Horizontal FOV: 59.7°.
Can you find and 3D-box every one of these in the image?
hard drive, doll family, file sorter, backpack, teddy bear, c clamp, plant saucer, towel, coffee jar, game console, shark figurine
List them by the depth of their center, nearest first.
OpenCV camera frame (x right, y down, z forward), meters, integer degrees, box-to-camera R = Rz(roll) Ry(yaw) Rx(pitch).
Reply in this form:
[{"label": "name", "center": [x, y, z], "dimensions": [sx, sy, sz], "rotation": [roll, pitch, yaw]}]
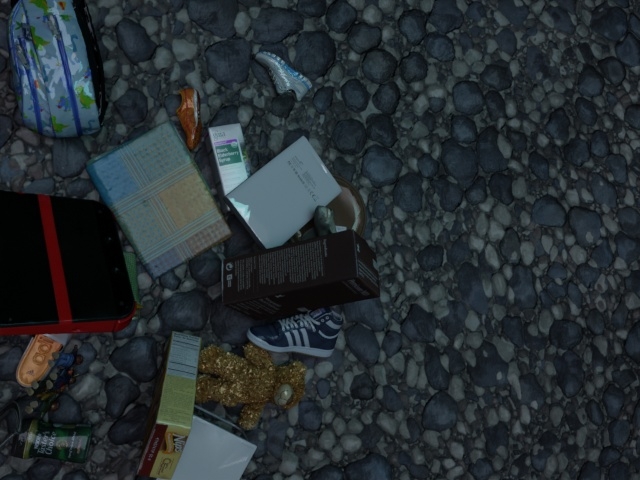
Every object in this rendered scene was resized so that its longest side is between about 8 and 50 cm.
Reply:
[{"label": "game console", "center": [-0.634, 0.048, 1.332], "dimensions": [0.341, 0.060, 0.387], "rotation": [3, 51, -42]}, {"label": "c clamp", "center": [-0.789, 0.486, 1.384], "dimensions": [0.161, 0.137, 0.022], "rotation": [-46, 146, 8]}, {"label": "backpack", "center": [-0.653, -0.433, 1.391], "dimensions": [0.273, 0.290, 0.356], "rotation": [-29, 106, -22]}, {"label": "doll family", "center": [-0.675, 0.360, 1.431], "dimensions": [0.076, 0.111, 0.193], "rotation": [39, 89, 22]}, {"label": "coffee jar", "center": [-0.687, 0.514, 1.432], "dimensions": [0.184, 0.079, 0.096], "rotation": [11, 84, -16]}, {"label": "file sorter", "center": [-0.335, 0.611, 1.488], "dimensions": [0.192, 0.173, 0.278], "rotation": [32, 79, -15]}, {"label": "towel", "center": [-0.444, -0.112, 1.557], "dimensions": [0.271, 0.040, 0.370], "rotation": [-31, 99, -15]}, {"label": "teddy bear", "center": [-0.201, 0.403, 1.572], "dimensions": [0.338, 0.113, 0.245], "rotation": [31, 81, -13]}, {"label": "hard drive", "center": [-0.099, -0.130, 1.582], "dimensions": [0.307, 0.040, 0.203], "rotation": [-43, 105, -26]}, {"label": "shark figurine", "center": [0.006, 0.015, 1.636], "dimensions": [0.116, 0.166, 0.278], "rotation": [-10, 110, 7]}, {"label": "plant saucer", "center": [0.017, -0.075, 1.698], "dimensions": [0.277, 0.041, 0.278], "rotation": [1, 88, -18]}]

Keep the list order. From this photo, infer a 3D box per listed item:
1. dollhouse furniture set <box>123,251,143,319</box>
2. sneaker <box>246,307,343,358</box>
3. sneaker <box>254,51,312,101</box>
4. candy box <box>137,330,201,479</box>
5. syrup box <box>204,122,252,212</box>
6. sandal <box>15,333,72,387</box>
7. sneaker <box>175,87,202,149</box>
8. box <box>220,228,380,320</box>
[{"label": "dollhouse furniture set", "center": [-0.602, 0.110, 1.397], "dimensions": [0.301, 0.151, 0.198], "rotation": [-4, 72, -25]}, {"label": "sneaker", "center": [-0.064, 0.241, 1.592], "dimensions": [0.282, 0.099, 0.153], "rotation": [15, 110, -29]}, {"label": "sneaker", "center": [-0.120, -0.484, 1.658], "dimensions": [0.190, 0.071, 0.083], "rotation": [32, 85, -13]}, {"label": "candy box", "center": [-0.370, 0.400, 1.388], "dimensions": [0.087, 0.316, 0.183], "rotation": [17, 116, -17]}, {"label": "syrup box", "center": [-0.255, -0.205, 1.588], "dimensions": [0.093, 0.096, 0.237], "rotation": [-14, 93, -19]}, {"label": "sandal", "center": [-0.701, 0.257, 1.439], "dimensions": [0.101, 0.076, 0.265], "rotation": [24, 80, -15]}, {"label": "sneaker", "center": [-0.374, -0.342, 1.584], "dimensions": [0.067, 0.064, 0.175], "rotation": [-3, 83, 2]}, {"label": "box", "center": [-0.051, 0.100, 1.482], "dimensions": [0.381, 0.191, 0.143], "rotation": [-15, 64, 19]}]
